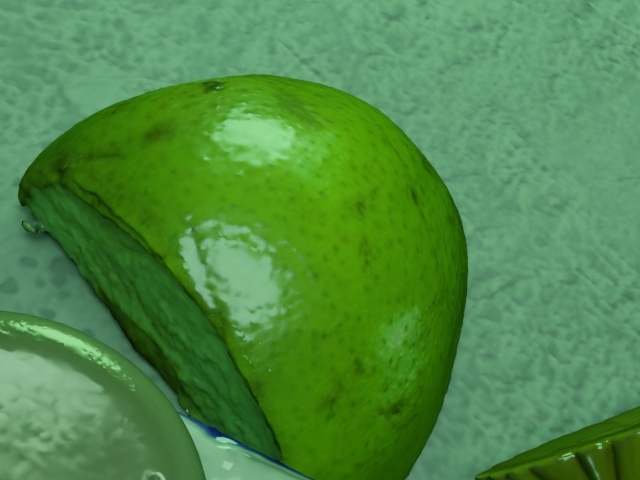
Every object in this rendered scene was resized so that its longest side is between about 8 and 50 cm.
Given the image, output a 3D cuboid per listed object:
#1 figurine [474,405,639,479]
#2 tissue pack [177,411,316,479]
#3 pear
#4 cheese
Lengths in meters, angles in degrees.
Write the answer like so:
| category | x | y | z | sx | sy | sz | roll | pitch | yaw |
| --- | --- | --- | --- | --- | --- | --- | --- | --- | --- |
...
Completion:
| category | x | y | z | sx | sy | sz | roll | pitch | yaw |
| --- | --- | --- | --- | --- | --- | --- | --- | --- | --- |
| figurine | 0.230 | 0.239 | 0.574 | 0.187 | 0.168 | 0.315 | -14 | 77 | -31 |
| tissue pack | -0.055 | 0.185 | 0.445 | 0.209 | 0.270 | 0.137 | 28 | 59 | -1 |
| pear | -0.001 | -0.005 | 0.638 | 0.239 | 0.139 | 0.288 | -32 | 76 | -34 |
| cheese | -0.064 | 0.092 | 0.306 | 0.092 | 0.047 | 0.171 | -32 | 72 | -25 |
